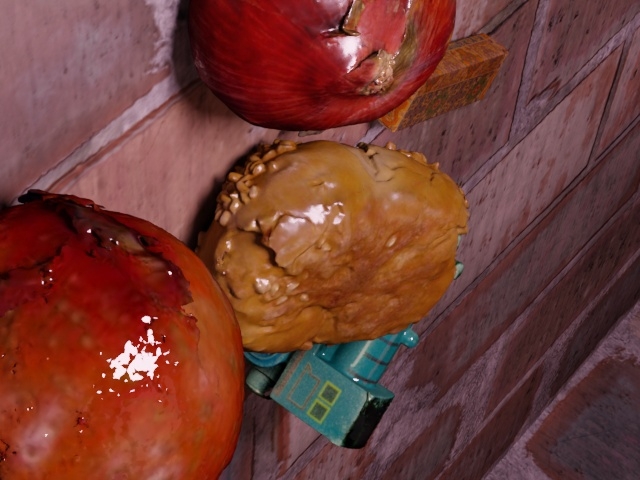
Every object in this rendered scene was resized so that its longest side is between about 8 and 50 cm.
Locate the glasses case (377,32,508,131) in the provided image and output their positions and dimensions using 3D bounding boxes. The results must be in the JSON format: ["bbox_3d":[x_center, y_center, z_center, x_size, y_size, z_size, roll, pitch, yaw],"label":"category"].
[{"bbox_3d":[0.137,-0.187,1.789,0.218,0.049,0.075,-24,149,-54],"label":"glasses case"}]

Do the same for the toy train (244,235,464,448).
[{"bbox_3d":[0.039,0.076,1.768,0.298,0.194,0.120,-59,158,7],"label":"toy train"}]

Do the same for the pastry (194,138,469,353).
[{"bbox_3d":[0.000,0.000,1.585,0.311,0.162,0.255,-2,137,-41],"label":"pastry"}]

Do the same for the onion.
[{"bbox_3d":[0.005,-0.181,1.320,0.248,0.161,0.248,-7,157,-3],"label":"onion"}]

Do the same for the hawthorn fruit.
[{"bbox_3d":[-0.194,0.117,1.205,0.316,0.316,0.316,-45,157,-26],"label":"hawthorn fruit"}]

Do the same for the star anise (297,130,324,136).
[{"bbox_3d":[0.049,-0.193,1.557,0.212,0.073,0.197,-21,143,-60],"label":"star anise"}]
